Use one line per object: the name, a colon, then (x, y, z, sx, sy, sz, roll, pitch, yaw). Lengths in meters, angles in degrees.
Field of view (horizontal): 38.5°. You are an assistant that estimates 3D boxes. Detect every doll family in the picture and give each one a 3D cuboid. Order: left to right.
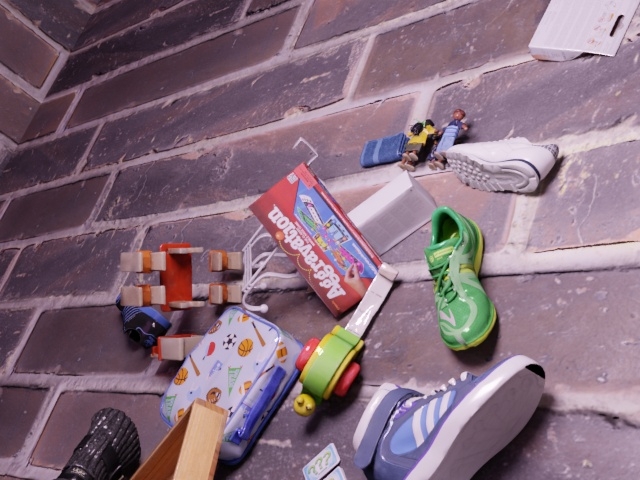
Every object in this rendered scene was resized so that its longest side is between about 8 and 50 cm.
doll family: (0.234, -0.209, 1.884, 0.193, 0.076, 0.111, 6, 59, 45)

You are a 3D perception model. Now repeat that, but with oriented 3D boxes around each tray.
tray: (-0.302, 0.484, 1.695, 0.411, 0.076, 0.203, -52, 19, 40)

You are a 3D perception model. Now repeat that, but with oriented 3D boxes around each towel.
towel: (0.138, -0.198, 2.011, 0.119, 0.029, 0.067, -7, 54, 44)

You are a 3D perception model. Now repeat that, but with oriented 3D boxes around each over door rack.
over door rack: (-0.065, -0.027, 1.942, 0.324, 0.108, 0.239, -62, 15, 18)

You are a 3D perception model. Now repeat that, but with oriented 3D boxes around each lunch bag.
lunch bag: (-0.176, 0.294, 1.839, 0.243, 0.115, 0.303, 22, 76, 48)

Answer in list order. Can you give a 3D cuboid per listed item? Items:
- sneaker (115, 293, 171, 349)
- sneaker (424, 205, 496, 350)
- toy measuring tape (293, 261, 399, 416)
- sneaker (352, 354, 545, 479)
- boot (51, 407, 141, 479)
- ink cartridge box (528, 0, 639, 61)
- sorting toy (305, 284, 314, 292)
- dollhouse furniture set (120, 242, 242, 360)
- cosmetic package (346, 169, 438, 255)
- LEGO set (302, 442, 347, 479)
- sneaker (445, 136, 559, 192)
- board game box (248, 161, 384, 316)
sneaker: (-0.460, 0.197, 2.266, 0.090, 0.081, 0.232, -52, 36, -15)
sneaker: (0.226, 0.063, 1.593, 0.109, 0.123, 0.295, -29, 41, 27)
toy measuring tape: (0.047, 0.179, 1.686, 0.121, 0.121, 0.330, 21, 75, 54)
sneaker: (0.178, 0.261, 1.458, 0.323, 0.130, 0.236, -52, 39, 7)
boot: (-0.493, 0.547, 1.926, 0.260, 0.131, 0.348, -65, -1, -58)
ink cartridge box: (0.519, -0.416, 1.797, 0.179, 0.045, 0.145, 17, 70, 34)
sorting toy: (0.008, 0.081, 1.914, 0.083, 0.012, 0.062, -15, 43, 44)
dollhouse furniture set: (-0.320, 0.135, 2.042, 0.135, 0.262, 0.259, -2, 88, 49)
cosmetic package: (0.110, -0.030, 1.829, 0.239, 0.099, 0.060, -36, 38, 19)
LEGO set: (-0.055, 0.477, 1.587, 0.244, 0.060, 0.182, -43, 32, 11)
sneaker: (0.336, -0.151, 1.717, 0.235, 0.090, 0.095, 18, 60, 49)
board game box: (0.000, 0.000, 1.791, 0.145, 0.281, 0.027, -37, 4, 19)
